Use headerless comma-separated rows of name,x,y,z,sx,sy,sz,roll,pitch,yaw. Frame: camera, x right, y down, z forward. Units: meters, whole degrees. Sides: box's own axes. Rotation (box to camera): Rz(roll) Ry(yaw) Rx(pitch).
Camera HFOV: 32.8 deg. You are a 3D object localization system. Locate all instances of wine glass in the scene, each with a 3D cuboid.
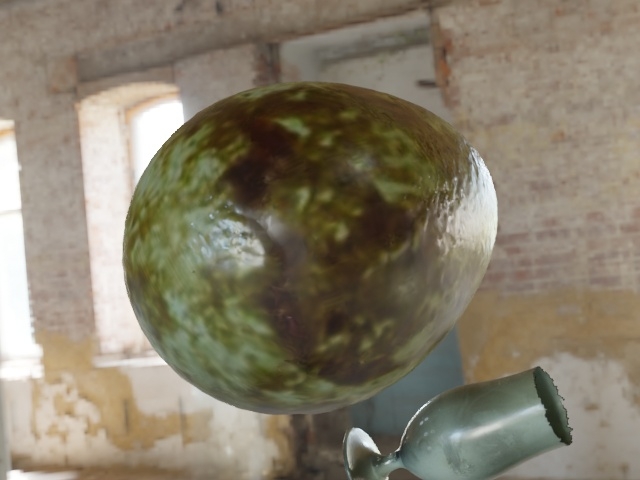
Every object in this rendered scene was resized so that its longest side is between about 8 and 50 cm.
wine glass,0.128,0.186,1.015,0.202,0.093,0.093,-23,-9,22

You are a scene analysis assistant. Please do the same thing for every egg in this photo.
egg,0.000,0.000,0.790,0.289,0.238,0.238,-18,2,-19
